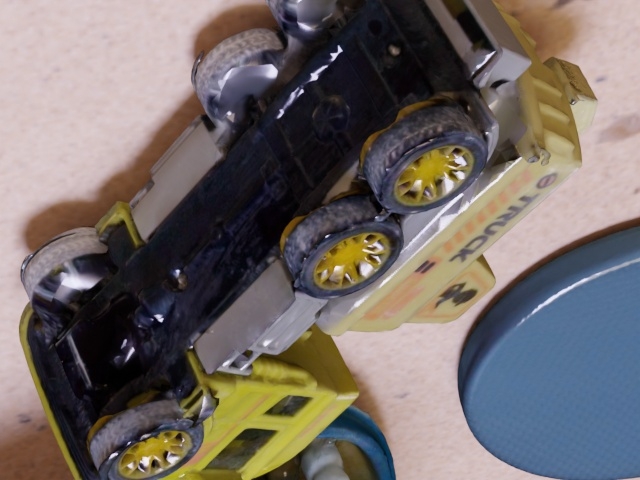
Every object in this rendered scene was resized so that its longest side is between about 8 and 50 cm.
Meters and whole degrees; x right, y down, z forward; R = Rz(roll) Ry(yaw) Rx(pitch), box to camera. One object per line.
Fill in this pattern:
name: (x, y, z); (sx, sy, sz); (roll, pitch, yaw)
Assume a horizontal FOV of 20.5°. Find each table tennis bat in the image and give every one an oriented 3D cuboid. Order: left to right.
table tennis bat: (0.232, 0.071, 1.002); (0.329, 0.044, 0.215); (6, 133, -23)

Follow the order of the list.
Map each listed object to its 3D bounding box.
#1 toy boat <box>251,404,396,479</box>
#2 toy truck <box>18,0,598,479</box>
toy boat: (-0.005, 0.153, 0.965); (0.109, 0.098, 0.238); (-20, 140, -2)
toy truck: (0.000, 0.000, 0.777); (0.157, 0.124, 0.272); (15, 128, -46)
